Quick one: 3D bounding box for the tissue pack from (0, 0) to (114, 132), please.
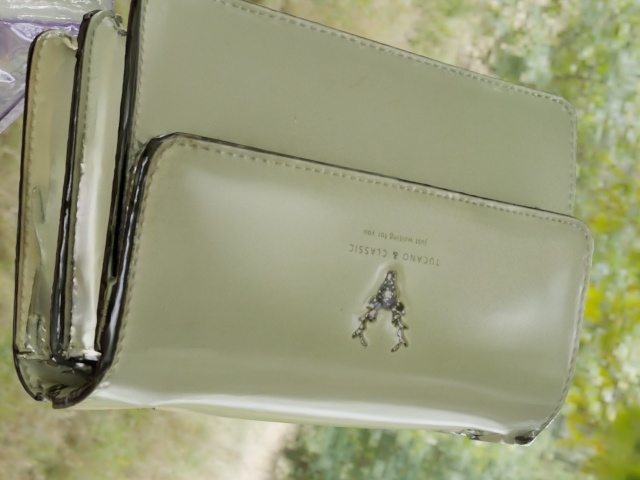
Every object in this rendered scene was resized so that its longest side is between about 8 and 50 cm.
[{"bbox_3d":[-0.335,-0.198,1.095,0.160,0.338,0.242,-4,70,-43],"label":"tissue pack"}]

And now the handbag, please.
[{"bbox_3d":[0.000,0.000,0.849,0.358,0.160,0.237,10,79,-38],"label":"handbag"}]
